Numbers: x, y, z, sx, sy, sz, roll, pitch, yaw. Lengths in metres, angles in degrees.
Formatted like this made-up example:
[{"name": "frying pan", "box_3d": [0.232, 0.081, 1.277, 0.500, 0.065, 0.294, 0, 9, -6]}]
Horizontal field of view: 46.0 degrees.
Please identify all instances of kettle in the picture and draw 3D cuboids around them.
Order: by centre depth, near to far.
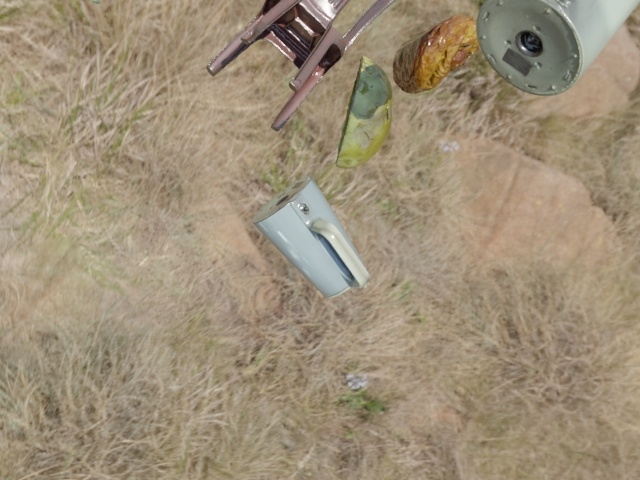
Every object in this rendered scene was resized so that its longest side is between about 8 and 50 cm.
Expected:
[{"name": "kettle", "box_3d": [0.210, -0.212, 0.626, 0.148, 0.098, 0.127, -45, 138, -22]}, {"name": "kettle", "box_3d": [0.000, 0.000, 1.608, 0.160, 0.210, 0.243, -44, 105, -22]}]

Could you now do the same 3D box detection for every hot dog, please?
[{"name": "hot dog", "box_3d": [0.213, -0.351, 1.415, 0.160, 0.227, 0.099, -36, 104, -4]}]

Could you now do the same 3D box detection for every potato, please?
[{"name": "potato", "box_3d": [0.111, -0.280, 1.752, 0.111, 0.272, 0.160, 13, 37, -4]}]

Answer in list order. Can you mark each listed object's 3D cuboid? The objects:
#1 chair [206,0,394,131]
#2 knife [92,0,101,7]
[{"name": "chair", "box_3d": [-0.017, -0.379, 1.295, 0.175, 0.183, 0.326, 42, 70, -9]}, {"name": "knife", "box_3d": [-0.474, -0.501, 1.553, 0.015, 0.212, 0.054, -45, 115, -4]}]
